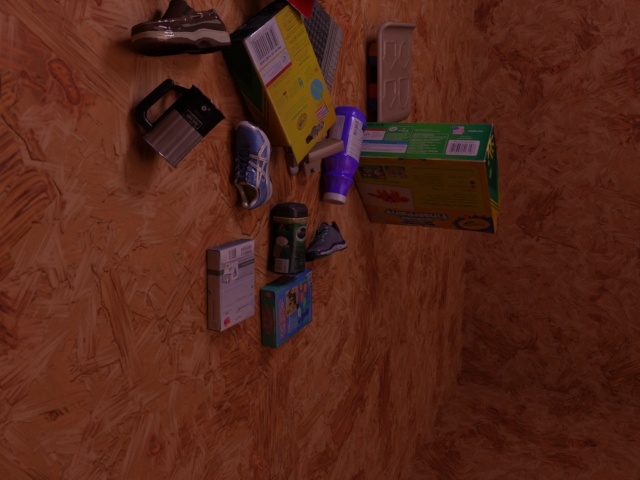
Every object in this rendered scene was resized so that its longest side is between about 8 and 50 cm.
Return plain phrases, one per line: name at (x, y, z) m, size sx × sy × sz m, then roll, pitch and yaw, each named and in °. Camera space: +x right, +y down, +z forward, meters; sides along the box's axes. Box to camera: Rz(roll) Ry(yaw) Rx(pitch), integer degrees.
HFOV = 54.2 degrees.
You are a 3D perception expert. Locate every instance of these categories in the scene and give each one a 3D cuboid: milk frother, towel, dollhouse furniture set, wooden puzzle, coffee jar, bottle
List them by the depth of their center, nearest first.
milk frother at (-0.265, -0.224, 1.170) m, size 0.135 × 0.129 × 0.143 m, roll -45°, pitch -178°, yaw -1°
dollhouse furniture set at (-0.017, -0.200, 1.611) m, size 0.144 × 0.151 × 0.123 m, roll -26°, pitch 123°, yaw -32°
coffee jar at (-0.081, -0.007, 1.620) m, size 0.096 × 0.079 × 0.185 m, roll -10°, pitch 106°, yaw -61°
towel at (-0.047, -0.472, 1.629) m, size 0.312 × 0.056 × 0.325 m, roll 26°, pitch 75°, yaw -61°
bottle at (0.065, -0.249, 1.855) m, size 0.118 × 0.092 × 0.283 m, roll 26°, pitch 73°, yaw -63°
wooden puzzle at (0.241, -0.576, 2.175) m, size 0.322 × 0.080 × 0.348 m, roll -32°, pitch 129°, yaw -59°

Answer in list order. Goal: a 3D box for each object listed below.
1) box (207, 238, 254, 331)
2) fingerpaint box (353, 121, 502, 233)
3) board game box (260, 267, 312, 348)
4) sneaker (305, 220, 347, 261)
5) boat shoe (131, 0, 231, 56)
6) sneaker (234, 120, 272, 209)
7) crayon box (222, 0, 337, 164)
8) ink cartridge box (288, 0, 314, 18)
box at (-0.203, 0.099, 1.437) m, size 0.145 × 0.038 × 0.186 m, roll -22°, pitch 115°, yaw -62°
fingerpaint box at (0.351, -0.208, 2.058) m, size 0.163 × 0.444 × 0.371 m, roll -69°, pitch 151°, yaw -29°
board game box at (-0.088, 0.176, 1.688) m, size 0.210 × 0.047 × 0.160 m, roll -28°, pitch 121°, yaw -61°
sneaker at (0.000, 0.000, 1.827) m, size 0.223 × 0.083 × 0.098 m, roll -19°, pitch 90°, yaw -65°
boat shoe at (-0.263, -0.395, 1.146) m, size 0.257 × 0.095 × 0.095 m, roll -37°, pitch 115°, yaw -65°
sneaker at (-0.156, -0.167, 1.421) m, size 0.081 × 0.080 × 0.211 m, roll -53°, pitch 140°, yaw -52°
crayon box at (-0.085, -0.361, 1.448) m, size 0.202 × 0.081 × 0.319 m, roll -52°, pitch 133°, yaw -35°
ink cartridge box at (-0.052, -0.680, 1.324) m, size 0.309 × 0.130 × 0.272 m, roll 30°, pitch 64°, yaw -40°
